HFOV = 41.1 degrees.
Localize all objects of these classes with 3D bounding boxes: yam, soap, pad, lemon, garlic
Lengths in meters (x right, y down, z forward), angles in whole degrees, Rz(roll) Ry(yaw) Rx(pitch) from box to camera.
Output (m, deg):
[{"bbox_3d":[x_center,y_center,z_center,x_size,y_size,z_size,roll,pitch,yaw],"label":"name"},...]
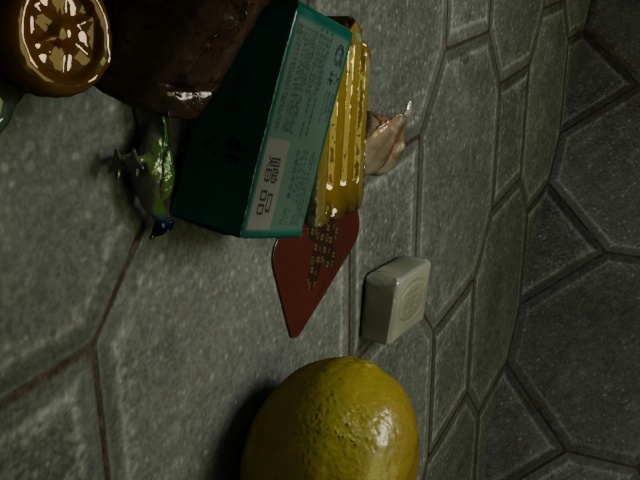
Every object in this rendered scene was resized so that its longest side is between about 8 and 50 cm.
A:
[{"bbox_3d":[-0.078,-0.229,0.639,0.280,0.131,0.131,-60,162,18],"label":"yam"},{"bbox_3d":[0.003,-0.158,1.102,0.160,0.080,0.258,-27,121,-63],"label":"soap"},{"bbox_3d":[0.135,0.101,1.514,0.183,0.063,0.122,-22,120,-62],"label":"soap"},{"bbox_3d":[0.000,0.000,1.249,0.267,0.004,0.181,-58,148,-43],"label":"pad"},{"bbox_3d":[0.013,0.282,1.103,0.236,0.235,0.263,68,12,-50],"label":"lemon"},{"bbox_3d":[0.081,-0.151,1.269,0.174,0.099,0.124,20,88,-67],"label":"garlic"}]

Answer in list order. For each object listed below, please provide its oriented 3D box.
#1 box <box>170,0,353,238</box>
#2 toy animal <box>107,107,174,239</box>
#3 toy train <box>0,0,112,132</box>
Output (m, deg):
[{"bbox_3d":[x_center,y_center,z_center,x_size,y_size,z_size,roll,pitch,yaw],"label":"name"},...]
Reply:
[{"bbox_3d":[-0.059,-0.129,0.923,0.153,0.092,0.245,1,105,-66],"label":"box"},{"bbox_3d":[-0.167,-0.099,0.792,0.075,0.041,0.217,-48,137,-61],"label":"toy animal"},{"bbox_3d":[-0.226,-0.205,0.488,0.231,0.163,0.369,44,58,-51],"label":"toy train"}]
